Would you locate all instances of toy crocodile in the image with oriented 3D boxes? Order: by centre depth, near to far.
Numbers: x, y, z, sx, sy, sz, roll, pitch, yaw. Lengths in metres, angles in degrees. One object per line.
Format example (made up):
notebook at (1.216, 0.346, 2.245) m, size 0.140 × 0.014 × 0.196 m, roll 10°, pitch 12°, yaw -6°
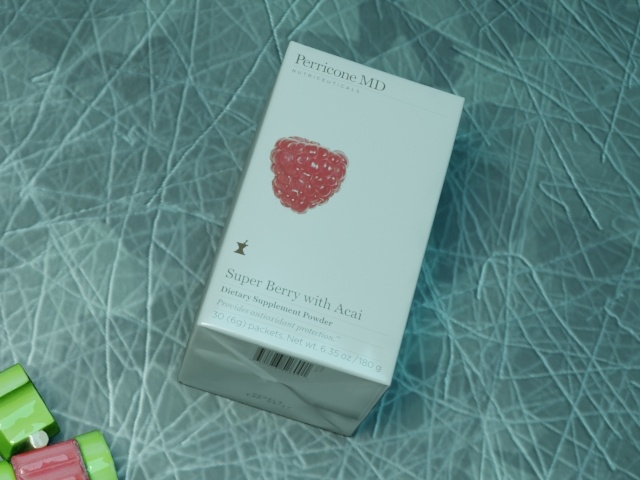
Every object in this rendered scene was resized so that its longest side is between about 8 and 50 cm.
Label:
toy crocodile at (-0.211, 0.267, 1.315) m, size 0.115 × 0.105 × 0.340 m, roll -15°, pitch 73°, yaw -17°

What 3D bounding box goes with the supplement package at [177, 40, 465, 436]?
supplement package at (0.000, 0.000, 1.428) m, size 0.178 × 0.175 × 0.293 m, roll 18°, pitch 66°, yaw -3°
